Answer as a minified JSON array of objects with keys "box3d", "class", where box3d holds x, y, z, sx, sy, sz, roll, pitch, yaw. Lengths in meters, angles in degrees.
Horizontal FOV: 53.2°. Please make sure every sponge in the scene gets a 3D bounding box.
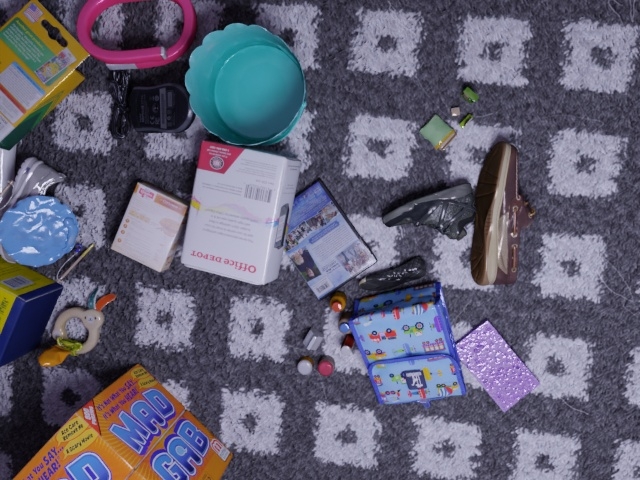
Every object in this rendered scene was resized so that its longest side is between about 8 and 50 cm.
[{"box3d":[0.434,0.310,1.586,0.117,0.031,0.210,-40,91,9],"class":"sponge"}]

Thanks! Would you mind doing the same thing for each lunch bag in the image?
[{"box3d":[0.220,0.276,1.565,0.220,0.138,0.293,-14,106,16],"class":"lunch bag"}]

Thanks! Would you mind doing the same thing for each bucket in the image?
[{"box3d":[-0.160,-0.353,1.498,0.280,0.183,0.282,1,96,7],"class":"bucket"}]

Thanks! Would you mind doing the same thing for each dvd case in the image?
[{"box3d":[0.000,0.000,1.602,0.180,0.022,0.253,-35,91,8],"class":"dvd case"}]

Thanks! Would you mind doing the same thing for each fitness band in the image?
[{"box3d":[-0.445,-0.523,1.546,0.290,0.054,0.209,-3,78,5],"class":"fitness band"}]

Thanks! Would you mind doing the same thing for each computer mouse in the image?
[{"box3d":[-0.401,-0.332,1.569,0.272,0.072,0.189,11,102,28],"class":"computer mouse"}]

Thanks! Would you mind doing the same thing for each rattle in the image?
[{"box3d":[-0.629,0.216,1.639,0.199,0.142,0.130,-42,72,15],"class":"rattle"}]

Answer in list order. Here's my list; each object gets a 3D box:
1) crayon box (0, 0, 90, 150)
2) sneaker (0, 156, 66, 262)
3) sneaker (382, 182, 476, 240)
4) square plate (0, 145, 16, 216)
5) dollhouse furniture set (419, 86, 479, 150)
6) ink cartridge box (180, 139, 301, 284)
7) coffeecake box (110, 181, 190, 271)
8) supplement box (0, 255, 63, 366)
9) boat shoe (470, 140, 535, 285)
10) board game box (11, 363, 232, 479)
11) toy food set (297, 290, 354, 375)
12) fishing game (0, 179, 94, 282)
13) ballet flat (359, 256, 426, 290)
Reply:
[{"box3d":[-0.743,-0.409,1.585,0.323,0.083,0.203,-44,90,-2],"class":"crayon box"},{"box3d":[-0.739,-0.065,1.633,0.115,0.105,0.282,21,102,-4],"class":"sneaker"},{"box3d":[0.268,-0.047,1.535,0.227,0.087,0.130,-17,88,2],"class":"sneaker"},{"box3d":[-0.968,-0.211,1.668,0.343,0.049,0.348,7,97,5],"class":"square plate"},{"box3d":[0.311,-0.289,1.517,0.076,0.058,0.152,42,99,1],"class":"dollhouse furniture set"},{"box3d":[-0.192,-0.071,1.546,0.226,0.131,0.307,14,100,14],"class":"ink cartridge box"},{"box3d":[-0.423,-0.036,1.619,0.142,0.068,0.186,25,99,3],"class":"coffeecake box"},{"box3d":[-0.887,0.138,1.626,0.356,0.195,0.194,27,98,2],"class":"supplement box"},{"box3d":[0.440,-0.059,1.509,0.123,0.123,0.342,3,97,-8],"class":"boat shoe"},{"box3d":[-0.495,0.592,1.553,0.356,0.356,0.356,44,99,0],"class":"board game box"},{"box3d":[0.021,0.251,1.586,0.111,0.104,0.232,31,99,2],"class":"toy food set"},{"box3d":[-0.709,-0.027,1.607,0.264,0.041,0.189,41,83,-33],"class":"fishing game"},{"box3d":[0.179,0.087,1.588,0.173,0.057,0.049,-16,54,7],"class":"ballet flat"}]
